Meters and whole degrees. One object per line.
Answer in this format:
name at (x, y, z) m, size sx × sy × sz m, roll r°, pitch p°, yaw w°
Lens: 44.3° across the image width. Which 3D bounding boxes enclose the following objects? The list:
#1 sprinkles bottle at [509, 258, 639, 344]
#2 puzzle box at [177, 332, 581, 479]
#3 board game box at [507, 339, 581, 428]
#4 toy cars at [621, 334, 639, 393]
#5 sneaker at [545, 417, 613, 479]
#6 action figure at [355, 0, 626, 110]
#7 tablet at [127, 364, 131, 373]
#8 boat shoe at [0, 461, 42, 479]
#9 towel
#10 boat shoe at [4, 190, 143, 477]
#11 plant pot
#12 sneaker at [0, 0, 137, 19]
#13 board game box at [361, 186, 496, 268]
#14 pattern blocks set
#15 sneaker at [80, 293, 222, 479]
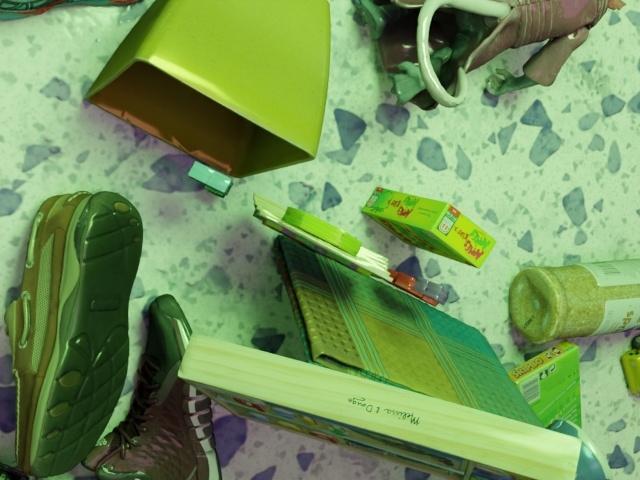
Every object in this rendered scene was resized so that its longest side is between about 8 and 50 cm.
sprinkles bottle at (0.475, 0.088, 1.248) m, size 0.356 × 0.121 × 0.121 m, roll -3°, pitch 101°, yaw -24°
puzzle box at (0.065, 0.212, 0.896) m, size 0.409 × 0.272 × 0.052 m, roll 13°, pitch 71°, yaw 14°
board game box at (0.361, 0.289, 1.256) m, size 0.124 × 0.039 × 0.259 m, roll -25°, pitch 120°, yaw -19°
toy cars at (0.708, 0.223, 1.399) m, size 0.394 × 0.087 × 0.176 m, roll 16°, pitch 93°, yaw -26°
sneaker at (0.258, 0.345, 1.110) m, size 0.182 × 0.315 × 0.127 m, roll -27°, pitch 75°, yaw -13°
action figure at (0.244, -0.310, 0.997) m, size 0.370 × 0.276 × 0.248 m, roll -15°, pitch 100°, yaw -7°
tablet at (-0.281, 0.178, 0.980) m, size 0.054 × 0.006 × 0.083 m, roll 40°, pitch 83°, yaw -26°
boat shoe at (-0.317, 0.319, 0.893) m, size 0.341 × 0.127 × 0.158 m, roll -14°, pitch 102°, yaw -5°
towel at (0.113, 0.137, 1.018) m, size 0.370 × 0.271 × 0.040 m, roll 26°, pitch 110°, yaw -25°
boat shoe at (-0.294, 0.099, 0.902) m, size 0.122 × 0.120 × 0.323 m, roll 18°, pitch 84°, yaw -64°
plant pot at (-0.108, -0.208, 0.888) m, size 0.212 × 0.212 × 0.187 m, roll 27°, pitch 74°, yaw -26°
sneaker at (-0.253, -0.295, 0.837) m, size 0.262 × 0.125 × 0.104 m, roll -25°, pitch 110°, yaw -19°
board game box at (0.138, -0.020, 1.037) m, size 0.092 × 0.181 × 0.043 m, roll 34°, pitch 84°, yaw -26°
pattern blocks set at (0.000, 0.000, 0.929) m, size 0.325 × 0.285 × 0.026 m, roll 27°, pitch 87°, yaw 8°
sneaker at (-0.220, 0.214, 0.962) m, size 0.163 × 0.106 × 0.281 m, roll -13°, pitch 106°, yaw -19°
